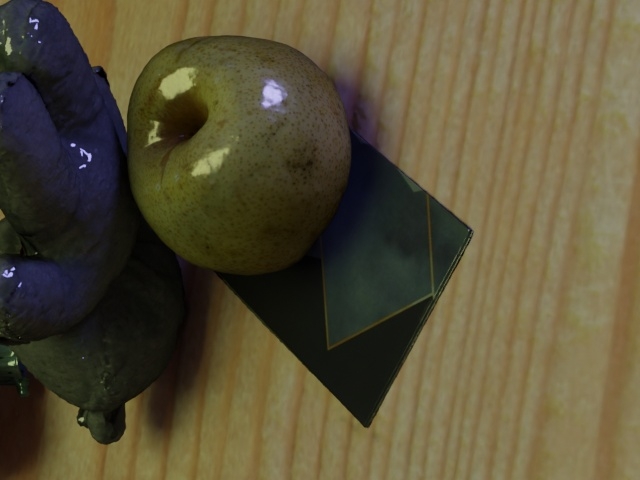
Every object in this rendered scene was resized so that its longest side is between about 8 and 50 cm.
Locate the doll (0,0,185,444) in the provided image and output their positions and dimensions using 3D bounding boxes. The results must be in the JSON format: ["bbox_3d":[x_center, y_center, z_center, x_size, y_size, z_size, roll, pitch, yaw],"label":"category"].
[{"bbox_3d":[-0.204,-0.017,1.125,0.158,0.340,0.246,-5,52,15],"label":"doll"}]

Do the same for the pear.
[{"bbox_3d":[-0.056,-0.062,1.080,0.167,0.136,0.167,-14,70,43],"label":"pear"}]

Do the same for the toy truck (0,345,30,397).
[{"bbox_3d":[-0.418,0.111,1.316,0.133,0.338,0.184,92,-175,-67],"label":"toy truck"}]

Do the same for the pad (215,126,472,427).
[{"bbox_3d":[0.000,0.000,1.110,0.243,0.004,0.164,43,114,42],"label":"pad"}]
